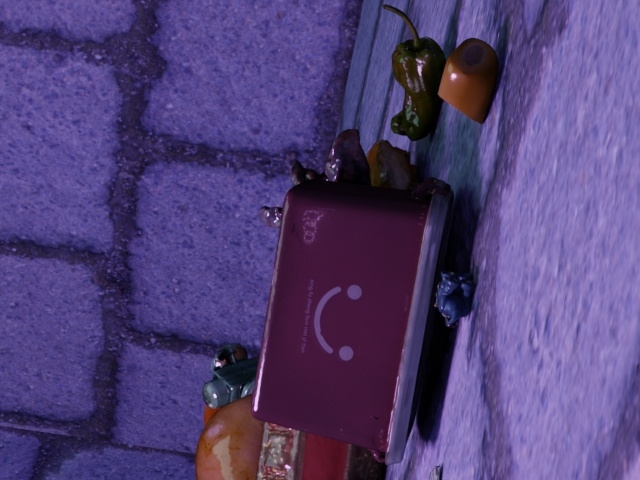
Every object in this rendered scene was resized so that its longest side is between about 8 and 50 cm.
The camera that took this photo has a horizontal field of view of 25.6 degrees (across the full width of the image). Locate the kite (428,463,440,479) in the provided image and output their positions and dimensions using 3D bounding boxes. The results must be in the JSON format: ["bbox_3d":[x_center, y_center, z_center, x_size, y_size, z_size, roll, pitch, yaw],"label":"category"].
[{"bbox_3d":[0.088,0.388,1.294,0.406,0.014,0.368,108,170,-67],"label":"kite"}]

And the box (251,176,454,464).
[{"bbox_3d":[0.035,0.071,1.471,0.193,0.167,0.294,-33,-47,-78],"label":"box"}]

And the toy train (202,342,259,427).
[{"bbox_3d":[-0.063,0.234,2.189,0.116,0.285,0.177,35,130,40],"label":"toy train"}]

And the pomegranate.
[{"bbox_3d":[-0.056,0.327,1.980,0.270,0.229,0.252,135,135,-69],"label":"pomegranate"}]

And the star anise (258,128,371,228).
[{"bbox_3d":[-0.001,0.001,1.675,0.212,0.129,0.283,-110,21,-64],"label":"star anise"}]

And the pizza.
[{"bbox_3d":[0.089,-0.014,1.758,0.365,0.073,0.182,-86,4,-55],"label":"pizza"}]

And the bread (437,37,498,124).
[{"bbox_3d":[0.144,-0.146,1.390,0.062,0.049,0.103,-48,-21,-39],"label":"bread"}]

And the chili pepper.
[{"bbox_3d":[0.121,-0.201,1.733,0.204,0.073,0.072,85,171,-54],"label":"chili pepper"}]

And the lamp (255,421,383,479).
[{"bbox_3d":[0.000,0.273,1.777,0.177,0.177,0.274,123,158,-81],"label":"lamp"}]

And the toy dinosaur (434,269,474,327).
[{"bbox_3d":[0.127,0.056,1.343,0.083,0.030,0.047,-93,12,-76],"label":"toy dinosaur"}]
